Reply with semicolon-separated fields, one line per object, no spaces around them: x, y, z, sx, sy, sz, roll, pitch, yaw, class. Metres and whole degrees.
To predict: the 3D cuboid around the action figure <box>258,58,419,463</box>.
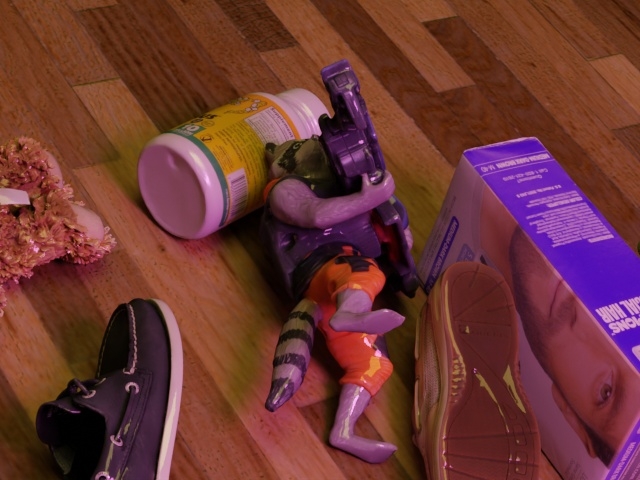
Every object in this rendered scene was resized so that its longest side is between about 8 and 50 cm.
0.000;0.000;1.674;0.178;0.341;0.330;-16;44;2;action figure

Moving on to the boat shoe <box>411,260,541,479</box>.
0.139;0.171;1.671;0.109;0.098;0.302;10;58;-21;boat shoe

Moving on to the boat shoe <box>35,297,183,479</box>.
-0.195;0.177;1.513;0.113;0.127;0.340;17;50;-20;boat shoe

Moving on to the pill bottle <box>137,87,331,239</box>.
-0.084;-0.090;1.845;0.117;0.117;0.208;41;46;22;pill bottle

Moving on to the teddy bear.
-0.365;-0.011;1.682;0.245;0.113;0.338;42;38;14;teddy bear

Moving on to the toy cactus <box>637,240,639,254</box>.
0.399;0.050;1.841;0.180;0.219;0.112;6;79;-9;toy cactus

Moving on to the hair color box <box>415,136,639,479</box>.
0.241;0.078;1.738;0.110;0.185;0.339;-14;51;-31;hair color box
